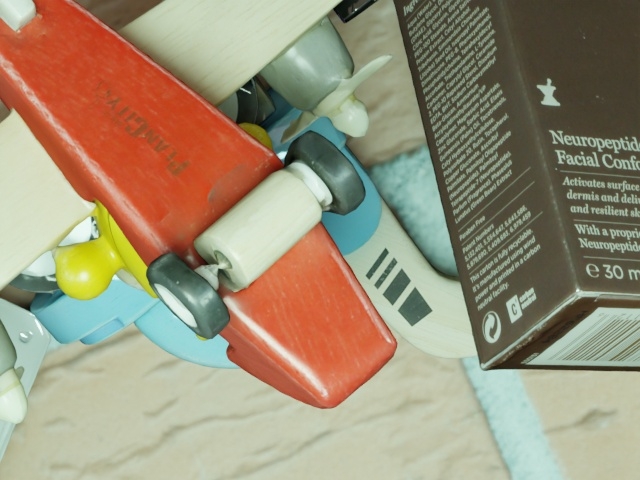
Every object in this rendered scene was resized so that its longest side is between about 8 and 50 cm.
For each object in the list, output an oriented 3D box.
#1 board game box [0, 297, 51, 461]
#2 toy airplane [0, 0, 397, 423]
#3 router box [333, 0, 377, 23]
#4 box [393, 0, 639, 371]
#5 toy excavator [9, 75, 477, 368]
[{"bbox_3d":[-0.454,0.162,1.433,0.390,0.050,0.390,27,71,-19],"label":"board game box"},{"bbox_3d":[-0.142,-0.057,1.277,0.386,0.272,0.384,-1,65,2],"label":"toy airplane"},{"bbox_3d":[0.053,-0.288,1.569,0.179,0.046,0.133,-35,91,4],"label":"router box"},{"bbox_3d":[0.190,-0.097,1.419,0.191,0.143,0.381,3,61,-30],"label":"box"},{"bbox_3d":[0.000,0.000,1.529,0.433,0.222,0.445,-39,104,3],"label":"toy excavator"}]
